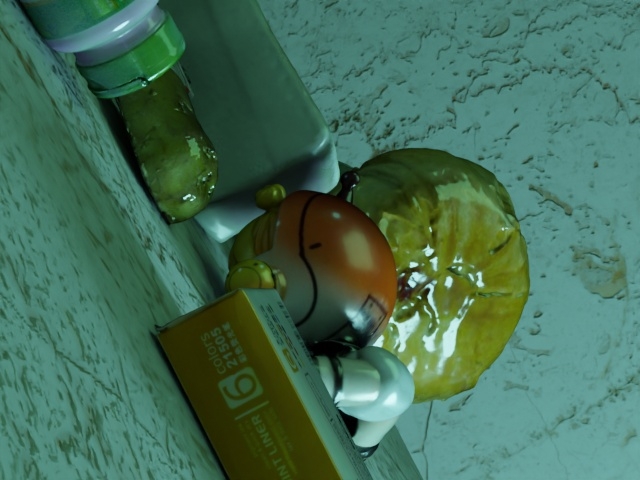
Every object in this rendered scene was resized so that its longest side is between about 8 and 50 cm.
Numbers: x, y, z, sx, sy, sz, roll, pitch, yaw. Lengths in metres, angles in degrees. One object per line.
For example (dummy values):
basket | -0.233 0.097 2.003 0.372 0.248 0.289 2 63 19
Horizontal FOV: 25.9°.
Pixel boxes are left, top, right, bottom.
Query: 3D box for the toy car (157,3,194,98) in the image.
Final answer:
toy car | -0.234 -0.250 1.701 0.210 0.089 0.108 66 7 26

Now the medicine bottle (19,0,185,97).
medicine bottle | -0.238 -0.273 1.326 0.274 0.133 0.133 59 3 -27

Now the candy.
candy | -0.130 -0.194 1.821 0.359 0.208 0.145 62 1 27

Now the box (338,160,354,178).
box | 0.000 0.000 2.159 0.226 0.226 0.149 60 3 -30

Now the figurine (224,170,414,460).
figurine | 0.001 0.078 1.640 0.320 0.196 0.323 47 23 -55

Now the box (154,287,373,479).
box | -0.027 0.174 1.201 0.274 0.091 0.221 62 3 6

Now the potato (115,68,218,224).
potato | -0.166 -0.119 1.541 0.164 0.081 0.200 65 2 -60

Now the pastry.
pastry | 0.104 0.052 1.971 0.245 0.409 0.410 39 -17 53
